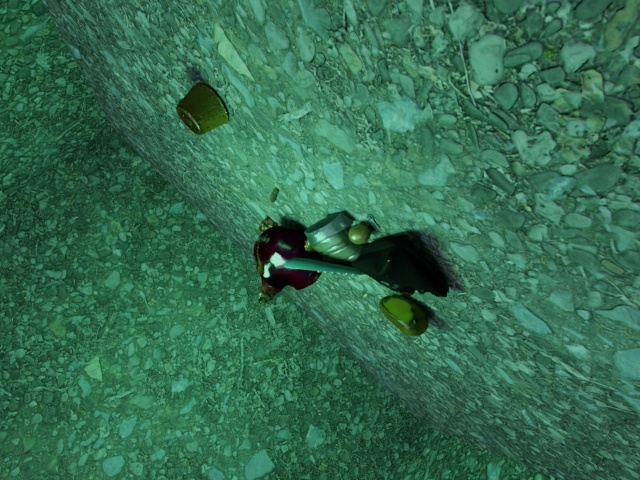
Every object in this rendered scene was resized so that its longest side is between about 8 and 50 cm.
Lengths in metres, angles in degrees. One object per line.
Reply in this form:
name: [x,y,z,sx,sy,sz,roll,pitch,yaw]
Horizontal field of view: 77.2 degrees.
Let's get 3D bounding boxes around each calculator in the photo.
calculator: [0.050,0.123,1.823,0.387,0.054,0.256,8,179,19]

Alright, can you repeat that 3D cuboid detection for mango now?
mango: [0.366,0.328,1.792,0.262,0.130,0.167,34,164,43]

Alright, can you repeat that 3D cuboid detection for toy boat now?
toy boat: [0.064,0.016,1.709,0.276,0.111,0.293,-7,124,37]

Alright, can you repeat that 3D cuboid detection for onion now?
onion: [-0.211,0.143,2.113,0.399,0.420,0.398,28,148,20]

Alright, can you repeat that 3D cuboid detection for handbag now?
handbag: [0.299,0.121,1.493,0.288,0.152,0.342,36,163,-13]

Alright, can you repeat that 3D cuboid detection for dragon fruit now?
dragon fruit: [-0.320,-0.070,2.379,0.102,0.096,0.147,46,159,6]

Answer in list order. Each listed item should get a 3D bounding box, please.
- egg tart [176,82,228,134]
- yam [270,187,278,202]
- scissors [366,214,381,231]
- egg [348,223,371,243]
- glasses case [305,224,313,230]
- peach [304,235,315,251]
egg tart: [-0.503,-0.540,1.694,0.203,0.147,0.202,37,161,15]
yam: [-0.231,-0.223,1.986,0.032,0.032,0.145,44,160,0]
scissors: [0.202,-0.063,1.486,0.083,0.006,0.036,49,159,-14]
egg: [0.155,-0.025,1.550,0.097,0.080,0.080,-1,133,54]
glasses case: [0.000,0.000,1.969,0.065,0.041,0.169,-4,130,50]
peach: [0.005,0.000,1.844,0.172,0.127,0.092,7,109,43]
